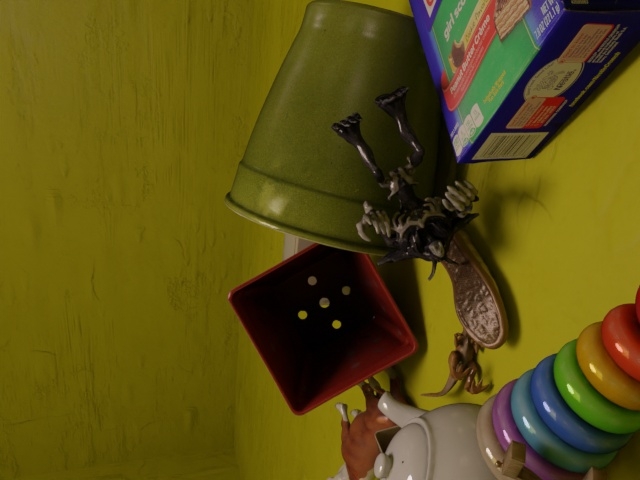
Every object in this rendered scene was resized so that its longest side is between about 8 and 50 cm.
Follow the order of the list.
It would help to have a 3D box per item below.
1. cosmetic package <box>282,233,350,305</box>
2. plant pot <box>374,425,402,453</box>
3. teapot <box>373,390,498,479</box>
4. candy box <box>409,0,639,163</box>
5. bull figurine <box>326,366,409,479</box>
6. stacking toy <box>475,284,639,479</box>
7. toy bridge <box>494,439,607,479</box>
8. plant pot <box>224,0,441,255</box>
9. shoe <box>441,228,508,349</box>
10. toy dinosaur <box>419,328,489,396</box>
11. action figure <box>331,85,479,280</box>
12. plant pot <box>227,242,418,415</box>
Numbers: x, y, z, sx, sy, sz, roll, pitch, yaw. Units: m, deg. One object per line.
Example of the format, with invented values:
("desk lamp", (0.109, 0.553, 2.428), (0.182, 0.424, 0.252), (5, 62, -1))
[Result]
("cosmetic package", (0.000, 0.000, 1.424), (0.113, 0.160, 0.310), (-123, 34, -57))
("plant pot", (0.165, 0.403, 1.066), (0.109, 0.109, 0.096), (-114, 15, -49))
("teapot", (0.164, 0.336, 0.809), (0.256, 0.186, 0.253), (128, 158, -65))
("candy box", (0.228, -0.300, 0.723), (0.268, 0.122, 0.318), (113, 151, -62))
("bull figurine", (0.095, 0.404, 1.238), (0.310, 0.101, 0.189), (-61, 33, 35))
("stacking toy", (0.290, 0.139, 0.605), (0.330, 0.141, 0.141), (110, 152, -42))
("toy bridge", (0.271, 0.259, 0.600), (0.026, 0.188, 0.063), (-60, -17, -52))
("plant pot", (0.054, -0.197, 1.002), (0.366, 0.366, 0.353), (-136, 58, -65))
("shoe", (0.233, 0.062, 0.893), (0.076, 0.058, 0.219), (-48, 48, 38))
("toy dinosaur", (0.223, 0.202, 0.946), (0.112, 0.064, 0.212), (-84, 7, -68))
("action figure", (0.120, -0.055, 0.802), (0.276, 0.164, 0.141), (61, -170, -15))
("plant pot", (0.006, 0.142, 1.197), (0.268, 0.267, 0.236), (61, -178, -3))
